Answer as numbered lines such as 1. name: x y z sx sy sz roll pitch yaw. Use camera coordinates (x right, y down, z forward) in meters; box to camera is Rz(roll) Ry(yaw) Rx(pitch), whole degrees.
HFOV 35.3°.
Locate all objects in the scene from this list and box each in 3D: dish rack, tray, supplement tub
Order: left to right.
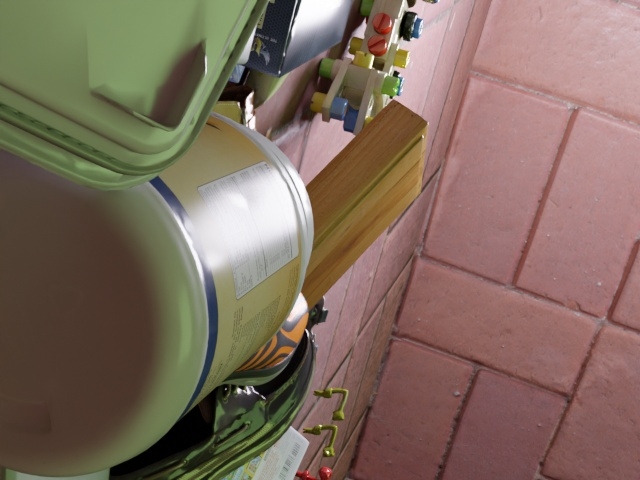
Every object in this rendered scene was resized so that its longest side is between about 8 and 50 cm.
1. dish rack: -0.109 -0.204 0.485 0.286 0.072 0.332 27 89 -39
2. supplement tub: -0.141 0.016 0.760 0.316 0.228 0.228 -36 144 -70
3. tray: 0.000 0.000 1.454 0.411 0.076 0.203 -45 160 -19

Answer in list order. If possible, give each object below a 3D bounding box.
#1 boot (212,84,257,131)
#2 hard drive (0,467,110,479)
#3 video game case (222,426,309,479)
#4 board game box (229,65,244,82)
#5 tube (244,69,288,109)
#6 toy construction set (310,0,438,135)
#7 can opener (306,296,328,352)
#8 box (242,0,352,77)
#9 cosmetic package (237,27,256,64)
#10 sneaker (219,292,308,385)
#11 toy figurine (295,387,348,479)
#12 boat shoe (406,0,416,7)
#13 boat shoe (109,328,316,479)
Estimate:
1. boot: -0.127 -0.078 1.088 0.197 0.073 0.152 -49 148 -56
2. hard drive: -0.259 0.187 0.976 0.203 0.040 0.307 -52 158 -56
3. video game case: -0.129 0.365 1.589 0.206 0.026 0.227 46 56 -32
4. board game box: -0.089 -0.254 0.955 0.194 0.060 0.194 -16 124 -76
5. tube: -0.038 -0.247 1.199 0.240 0.062 0.070 -65 160 -19
6. toy construction set: 0.098 -0.305 1.545 0.327 0.151 0.215 -58 167 -1
7. can opener: -0.053 0.204 1.900 0.093 0.074 0.280 -7 122 -37
8. box: -0.009 -0.273 0.993 0.232 0.059 0.183 -48 157 -65
9. cosmetic package: -0.117 -0.221 0.660 0.151 0.151 0.183 -31 140 -71
10. sneaker: -0.074 0.080 1.146 0.180 0.124 0.321 -48 168 29
11. toy figurine: -0.101 0.398 1.707 0.217 0.191 0.362 4 104 -73
12. boat shoe: 0.144 -0.466 1.630 0.223 0.080 0.073 93 14 -69
13. boat shoe: -0.131 0.212 1.245 0.355 0.132 0.130 -46 149 -30
